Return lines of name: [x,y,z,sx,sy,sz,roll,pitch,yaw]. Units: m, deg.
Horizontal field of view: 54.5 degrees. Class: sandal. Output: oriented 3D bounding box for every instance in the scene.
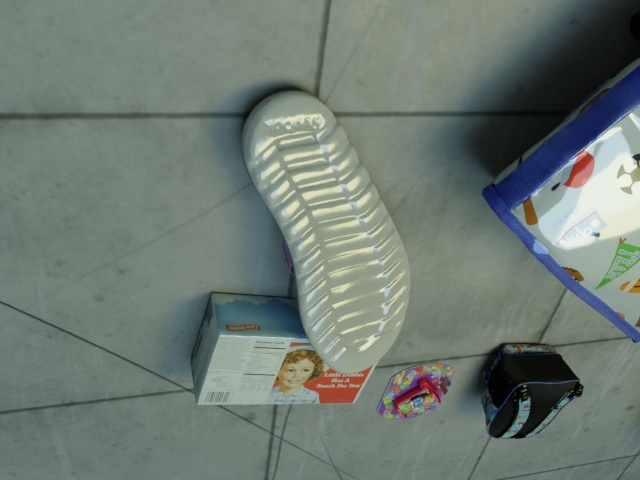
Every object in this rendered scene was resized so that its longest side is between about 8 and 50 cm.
sandal: [0.014,-0.006,0.815,0.169,0.102,0.416,-26,121,-15]

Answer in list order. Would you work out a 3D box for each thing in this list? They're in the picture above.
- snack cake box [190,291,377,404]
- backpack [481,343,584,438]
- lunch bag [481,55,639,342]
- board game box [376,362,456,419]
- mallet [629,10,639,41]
snack cake box: [-0.049,0.168,0.943,0.264,0.089,0.152,7,125,-23]
backpack: [0.378,0.292,1.168,0.158,0.117,0.173,2,128,-20]
lunch bag: [0.421,-0.079,0.787,0.328,0.239,0.385,-42,136,22]
board game box: [0.184,0.298,1.168,0.133,0.033,0.169,2,128,-20]
mallet: [0.408,-0.324,0.708,0.062,0.039,0.190,-11,128,-10]
